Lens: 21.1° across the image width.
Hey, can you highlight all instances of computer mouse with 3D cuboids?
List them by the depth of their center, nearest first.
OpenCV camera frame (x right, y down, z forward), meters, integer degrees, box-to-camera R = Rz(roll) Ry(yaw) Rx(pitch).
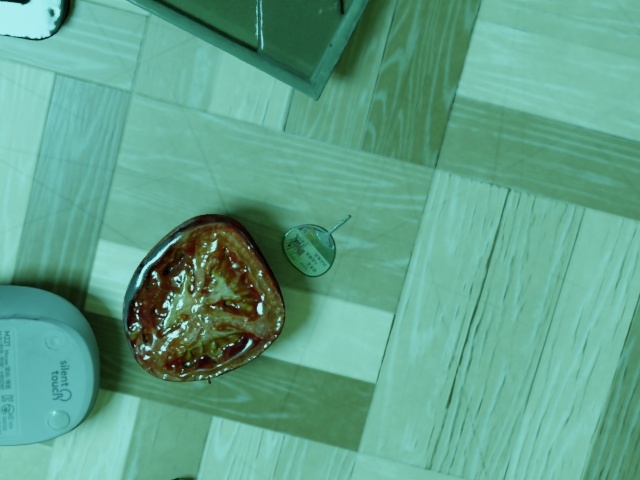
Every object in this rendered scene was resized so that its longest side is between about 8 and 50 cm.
[{"bbox_3d":[-0.388,0.134,1.847,0.296,0.121,0.184,-7,112,-9],"label":"computer mouse"}]

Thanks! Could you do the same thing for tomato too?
[{"bbox_3d":[-0.132,0.059,1.832,0.174,0.082,0.166,-29,106,5],"label":"tomato"}]

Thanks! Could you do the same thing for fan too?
[{"bbox_3d":[-0.009,0.000,1.851,0.060,0.003,0.080,20,105,-4],"label":"fan"}]

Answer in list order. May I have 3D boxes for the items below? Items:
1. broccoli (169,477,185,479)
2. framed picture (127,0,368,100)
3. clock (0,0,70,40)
[{"bbox_3d":[-0.164,0.346,1.898,0.154,0.167,0.160,-5,76,-28],"label":"broccoli"},{"bbox_3d":[-0.042,-0.408,1.713,0.326,0.028,0.446,28,99,-5],"label":"framed picture"},{"bbox_3d":[-0.382,-0.356,1.750,0.273,0.049,0.279,8,105,0],"label":"clock"}]
